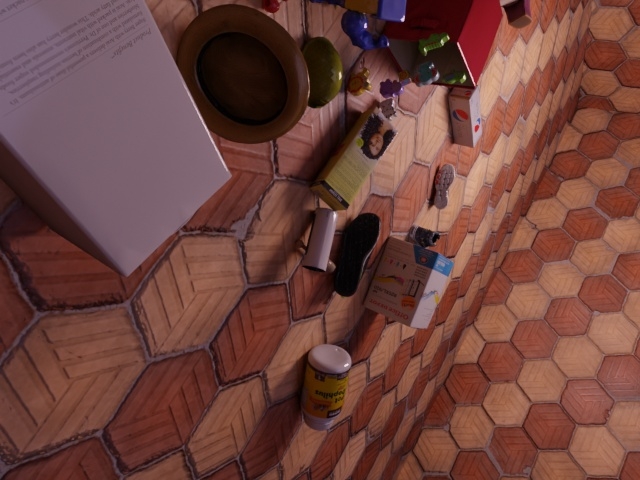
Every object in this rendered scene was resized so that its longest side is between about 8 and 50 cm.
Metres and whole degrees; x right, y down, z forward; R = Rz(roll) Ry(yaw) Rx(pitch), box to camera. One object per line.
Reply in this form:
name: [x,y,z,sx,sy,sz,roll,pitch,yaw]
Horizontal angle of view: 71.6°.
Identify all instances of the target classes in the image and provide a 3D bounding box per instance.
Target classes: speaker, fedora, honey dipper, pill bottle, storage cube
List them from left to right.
fedora: [-0.108,-0.240,0.649,0.079,0.194,0.195,-84,176,-61]
honey dipper: [-0.012,0.037,1.036,0.031,0.030,0.160,-62,145,-9]
speaker: [0.000,0.000,0.978,0.055,0.055,0.136,33,67,-57]
pill bottle: [0.010,0.399,1.197,0.117,0.117,0.215,-17,122,-50]
storage cube: [0.281,-0.487,1.013,0.215,0.183,0.193,23,88,-57]

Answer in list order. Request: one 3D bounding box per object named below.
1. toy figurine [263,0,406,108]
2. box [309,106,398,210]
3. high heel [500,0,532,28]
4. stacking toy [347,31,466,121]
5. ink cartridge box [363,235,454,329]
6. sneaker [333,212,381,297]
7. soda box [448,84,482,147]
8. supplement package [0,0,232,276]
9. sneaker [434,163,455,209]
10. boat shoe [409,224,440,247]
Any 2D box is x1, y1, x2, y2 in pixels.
toy figurine: [0.050,-0.382,0.708,0.191,0.217,0.363,-23,126,-48]
box: [0.076,-0.181,0.983,0.087,0.058,0.232,40,72,-23]
high heel: [0.520,-0.769,1.306,0.377,0.127,0.182,0,80,-51]
stacking toy: [0.191,-0.342,0.960,0.167,0.221,0.052,16,62,-57]
ink cartridge box: [0.272,0.135,1.372,0.168,0.171,0.233,22,89,-57]
sneaker: [0.090,0.038,1.163,0.097,0.084,0.235,19,94,-81]
soda box: [0.469,-0.401,1.434,0.069,0.073,0.216,-56,146,-18]
supplement package: [-0.255,-0.138,0.447,0.178,0.175,0.293,-51,143,-27]
sneaker: [0.417,-0.189,1.517,0.065,0.061,0.158,-61,160,-66]
boat shoe: [0.372,-0.001,1.518,0.183,0.083,0.065,21,91,-57]
